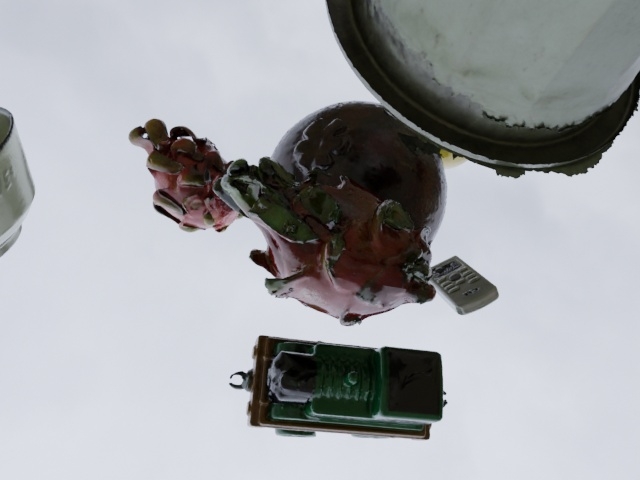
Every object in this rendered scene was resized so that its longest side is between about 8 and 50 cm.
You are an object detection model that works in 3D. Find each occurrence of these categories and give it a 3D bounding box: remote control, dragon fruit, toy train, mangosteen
[{"bbox_3d":[0.266,0.083,1.130,0.088,0.029,0.190,-26,-158,-2],"label":"remote control"},{"bbox_3d":[0.011,-0.007,0.713,0.269,0.200,0.198,47,-129,-31],"label":"dragon fruit"},{"bbox_3d":[0.052,0.270,1.078,0.430,0.249,0.178,8,-111,-12],"label":"toy train"},{"bbox_3d":[-0.315,-0.162,1.450,0.243,0.307,0.227,-9,-168,19],"label":"dragon fruit"},{"bbox_3d":[0.068,-0.065,0.999,0.306,0.359,0.305,-10,-120,19],"label":"mangosteen"}]

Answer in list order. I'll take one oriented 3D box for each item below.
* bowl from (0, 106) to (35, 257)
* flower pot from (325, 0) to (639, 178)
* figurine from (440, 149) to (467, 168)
[{"bbox_3d":[-0.424,-0.036,0.649,0.238,0.126,0.237,-10,-142,8],"label":"bowl"},{"bbox_3d":[0.164,-0.223,0.383,0.291,0.259,0.290,6,-115,-12],"label":"flower pot"},{"bbox_3d":[0.321,-0.279,1.193,0.187,0.344,0.215,57,-162,-15],"label":"figurine"}]
